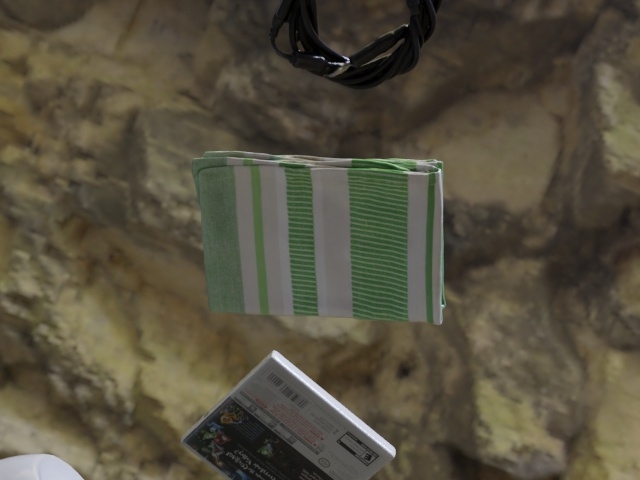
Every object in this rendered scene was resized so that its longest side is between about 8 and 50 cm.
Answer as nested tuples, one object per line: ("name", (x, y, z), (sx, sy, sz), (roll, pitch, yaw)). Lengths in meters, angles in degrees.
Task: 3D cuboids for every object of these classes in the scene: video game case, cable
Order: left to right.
("video game case", (-0.039, 0.240, 1.605), (0.173, 0.190, 0.022), (-44, -167, 25))
("cable", (0.045, -0.229, 1.275), (0.184, 0.151, 0.047), (-63, -161, 16))

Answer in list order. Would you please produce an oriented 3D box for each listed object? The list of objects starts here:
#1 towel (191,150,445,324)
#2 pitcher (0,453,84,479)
("towel", (0.000, 0.000, 1.797), (0.038, 0.325, 0.247), (-69, 158, -58))
("pitcher", (-0.253, 0.274, 1.028), (0.207, 0.125, 0.177), (-38, -118, 9))
